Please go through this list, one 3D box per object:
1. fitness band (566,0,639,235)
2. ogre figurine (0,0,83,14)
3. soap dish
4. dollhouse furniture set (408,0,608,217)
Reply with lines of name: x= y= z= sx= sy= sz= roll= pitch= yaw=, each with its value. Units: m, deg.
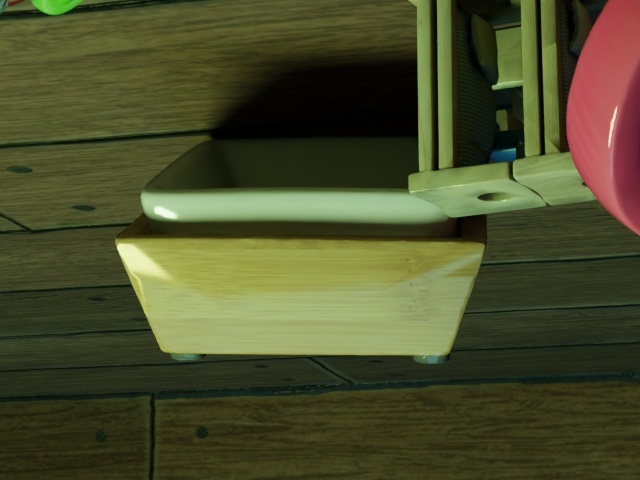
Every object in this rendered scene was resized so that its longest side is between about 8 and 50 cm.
fitness band: x=0.253 y=-0.083 z=0.903 sx=0.291 sy=0.054 sz=0.209 roll=9 pitch=123 yaw=-40
ogre figurine: x=-0.167 y=-0.141 z=0.830 sx=0.197 sy=0.097 sz=0.118 roll=9 pitch=180 yaw=10
soap dish: x=0.000 y=0.000 z=1.186 sx=0.229 sy=0.118 sz=0.291 roll=0 pitch=-170 yaw=5
dollhouse furniture set: x=0.148 y=-0.076 z=1.029 sx=0.129 sy=0.129 sz=0.184 roll=-6 pitch=165 yaw=26
